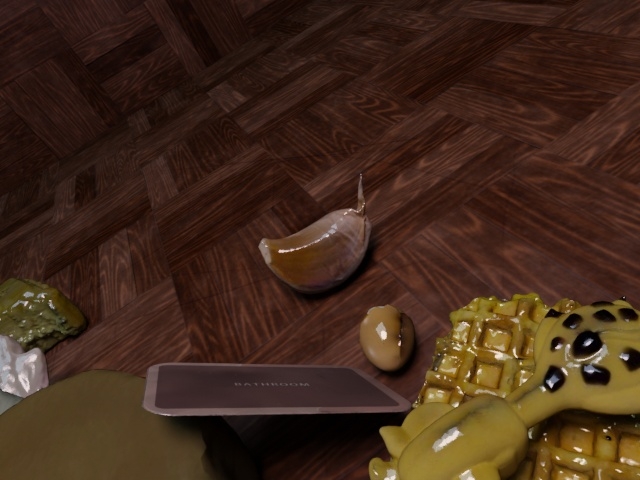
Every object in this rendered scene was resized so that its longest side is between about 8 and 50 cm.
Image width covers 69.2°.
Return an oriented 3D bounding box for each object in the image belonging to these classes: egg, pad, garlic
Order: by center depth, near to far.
[{"bbox_3d":[-0.050,0.157,0.505,0.176,0.266,0.002,180,96,-72],"label":"pad"},{"bbox_3d":[0.084,0.125,0.586,0.071,0.071,0.083,-12,46,23],"label":"egg"},{"bbox_3d":[0.012,0.002,0.725,0.198,0.128,0.090,-32,21,3],"label":"garlic"}]

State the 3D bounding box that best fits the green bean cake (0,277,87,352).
[{"bbox_3d":[-0.630,0.195,0.943,0.233,0.124,0.236,10,52,40],"label":"green bean cake"}]

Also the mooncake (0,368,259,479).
[{"bbox_3d":[-0.232,0.332,0.471,0.379,0.200,0.378,-15,41,13],"label":"mooncake"}]

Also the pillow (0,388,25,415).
[{"bbox_3d":[-0.485,0.329,0.593,0.119,0.310,0.312,-51,16,50],"label":"pillow"}]

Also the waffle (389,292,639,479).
[{"bbox_3d":[0.202,0.182,0.451,0.312,0.060,0.307,-34,36,-8],"label":"waffle"}]

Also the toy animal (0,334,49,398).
[{"bbox_3d":[-0.576,0.322,0.743,0.266,0.188,0.307,3,52,-7],"label":"toy animal"}]

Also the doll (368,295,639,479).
[{"bbox_3d":[0.176,0.143,0.395,0.291,0.086,0.117,-31,34,-8],"label":"doll"}]
